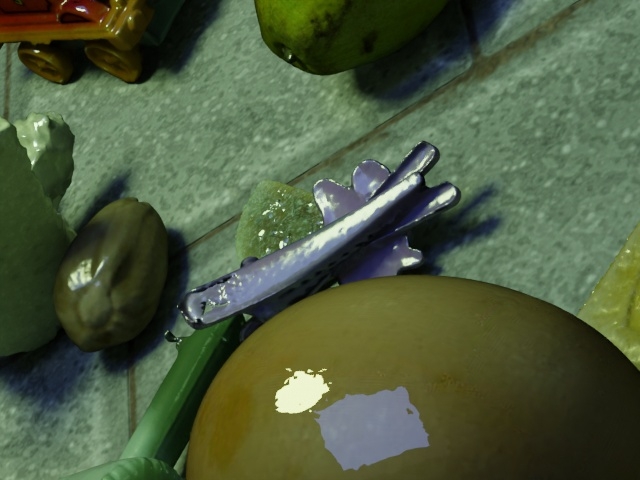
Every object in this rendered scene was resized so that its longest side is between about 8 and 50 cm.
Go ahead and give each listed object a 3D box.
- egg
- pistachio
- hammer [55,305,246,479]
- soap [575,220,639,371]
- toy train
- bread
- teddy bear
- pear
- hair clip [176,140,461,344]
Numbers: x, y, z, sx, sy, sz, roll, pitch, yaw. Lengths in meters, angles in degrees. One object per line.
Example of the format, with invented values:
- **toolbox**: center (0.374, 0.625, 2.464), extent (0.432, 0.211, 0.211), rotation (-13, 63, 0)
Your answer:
- **egg**: center (0.077, 0.174, 1.358), extent (0.374, 0.301, 0.301), rotation (1, 57, 43)
- **pistachio**: center (-0.210, 0.032, 1.954), extent (0.108, 0.126, 0.185), rotation (16, 56, 4)
- **hammer**: center (-0.154, 0.182, 1.744), extent (0.206, 0.119, 0.335), rotation (-24, 30, 49)
- **soap**: center (0.336, 0.004, 1.438), extent (0.315, 0.091, 0.199), rotation (-54, 35, -10)
- **toy train**: center (-0.321, -0.312, 2.270), extent (0.369, 0.231, 0.163), rotation (5, 63, 48)
- **bread**: center (-0.032, 0.001, 1.854), extent (0.193, 0.036, 0.112), rotation (18, 71, 52)
- **teddy bear**: center (-0.418, -0.045, 2.055), extent (0.327, 0.375, 0.362), rotation (-38, 50, -5)
- **pear**: center (0.036, -0.289, 1.913), extent (0.212, 0.212, 0.269), rotation (14, 72, 50)
- **hair clip**: center (0.003, 0.007, 1.754), extent (0.278, 0.090, 0.137), rotation (-29, 58, 8)
